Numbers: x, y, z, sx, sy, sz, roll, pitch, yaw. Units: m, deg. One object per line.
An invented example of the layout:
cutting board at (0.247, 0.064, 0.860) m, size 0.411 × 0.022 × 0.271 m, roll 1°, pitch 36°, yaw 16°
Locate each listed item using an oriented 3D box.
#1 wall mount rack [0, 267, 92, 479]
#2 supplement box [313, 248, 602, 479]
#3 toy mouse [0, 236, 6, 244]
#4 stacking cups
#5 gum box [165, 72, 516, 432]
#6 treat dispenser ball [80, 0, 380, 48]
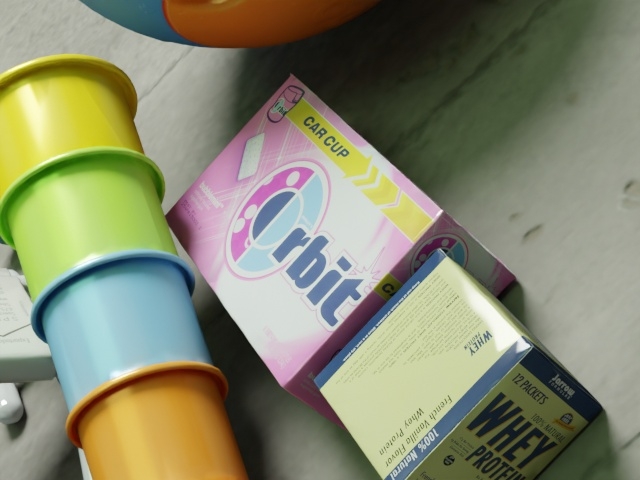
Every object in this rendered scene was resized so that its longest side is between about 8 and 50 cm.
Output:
wall mount rack at (-0.225, 0.113, 0.696) m, size 0.304 × 0.350 × 0.130 m, roll -137°, pitch 51°, yaw -56°
supplement box at (0.057, 0.065, 0.589) m, size 0.083 × 0.056 × 0.083 m, roll -47°, pitch 37°, yaw 5°
toy mouse at (-0.228, -0.024, 0.982) m, size 0.161 × 0.031 × 0.143 m, roll -17°, pitch 48°, yaw 37°
stacking cups at (-0.099, 0.055, 0.669) m, size 0.096 × 0.096 × 0.316 m, roll -34°, pitch 56°, yaw 21°
gum box at (0.000, 0.000, 0.698) m, size 0.107 × 0.062 × 0.188 m, roll -48°, pitch 37°, yaw 4°
treat dispenser ball at (-0.051, -0.252, 0.775) m, size 0.288 × 0.288 × 0.288 m, roll -27°, pitch 43°, yaw 29°
